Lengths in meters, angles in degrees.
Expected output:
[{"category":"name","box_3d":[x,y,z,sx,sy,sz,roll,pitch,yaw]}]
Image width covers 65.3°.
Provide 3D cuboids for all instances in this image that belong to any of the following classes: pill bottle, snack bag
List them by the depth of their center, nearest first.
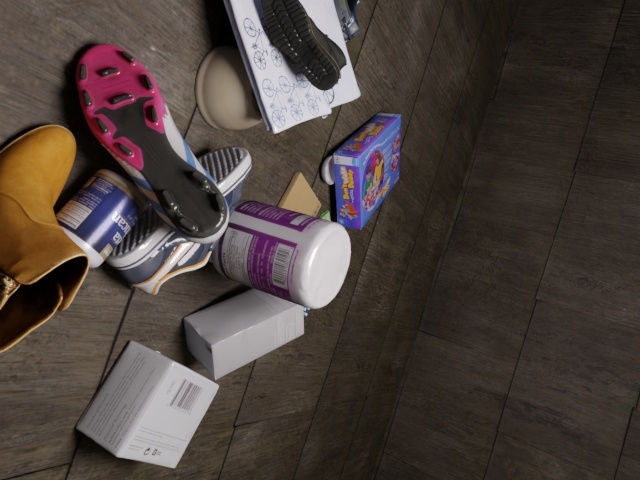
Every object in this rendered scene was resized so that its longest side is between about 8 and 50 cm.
[{"category":"pill bottle","box_3d":[-0.349,-0.018,0.754,0.169,0.094,0.094,-57,148,-23]},{"category":"snack bag","box_3d":[-0.040,-0.397,0.975,0.343,0.037,0.322,-33,110,-48]},{"category":"pill bottle","box_3d":[-0.107,0.014,0.986,0.169,0.302,0.169,-36,134,-48]}]

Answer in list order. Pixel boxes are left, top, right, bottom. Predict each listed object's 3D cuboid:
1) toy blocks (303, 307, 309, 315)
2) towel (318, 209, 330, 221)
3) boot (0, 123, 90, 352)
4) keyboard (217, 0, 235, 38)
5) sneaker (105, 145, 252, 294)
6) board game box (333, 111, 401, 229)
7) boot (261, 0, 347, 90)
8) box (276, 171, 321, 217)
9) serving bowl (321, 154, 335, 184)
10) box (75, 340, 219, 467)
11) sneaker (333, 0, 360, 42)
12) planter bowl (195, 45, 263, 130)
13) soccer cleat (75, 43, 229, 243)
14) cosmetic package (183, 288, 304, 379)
[{"category":"toy blocks","box_3d":[-0.095,0.122,1.227,0.054,0.148,0.123,-40,137,-47]},{"category":"towel","box_3d":[0.000,0.000,1.474,0.113,0.023,0.151,-47,140,-44]},{"category":"boot","box_3d":[-0.353,-0.014,0.627,0.295,0.211,0.104,-61,150,-22]},{"category":"keyboard","box_3d":[-0.165,-0.482,0.922,0.108,0.023,0.180,-52,147,-23]},{"category":"sneaker","box_3d":[-0.239,-0.040,0.915,0.321,0.126,0.127,-46,138,-24]},{"category":"board game box","box_3d":[0.153,-0.223,1.530,0.347,0.078,0.233,-49,143,-47]},{"category":"boot","box_3d":[-0.025,-0.382,0.926,0.197,0.077,0.137,57,29,-21]},{"category":"box","box_3d":[-0.072,-0.055,1.310,0.201,0.021,0.164,-63,150,-18]},{"category":"serving bowl","box_3d":[0.024,-0.200,1.399,0.083,0.027,0.083,-36,133,-50]},{"category":"box","box_3d":[-0.321,0.315,0.955,0.181,0.119,0.181,-62,150,-19]},{"category":"sneaker","box_3d":[0.019,-0.477,1.146,0.111,0.121,0.299,17,90,-62]},{"category":"planter bowl","box_3d":[-0.146,-0.287,0.965,0.162,0.109,0.161,-36,134,-48]},{"category":"soccer cleat","box_3d":[-0.260,-0.132,0.767,0.116,0.143,0.331,-33,92,-18]},{"category":"cosmetic package","box_3d":[-0.165,0.190,1.101,0.238,0.127,0.107,-23,127,-32]}]
